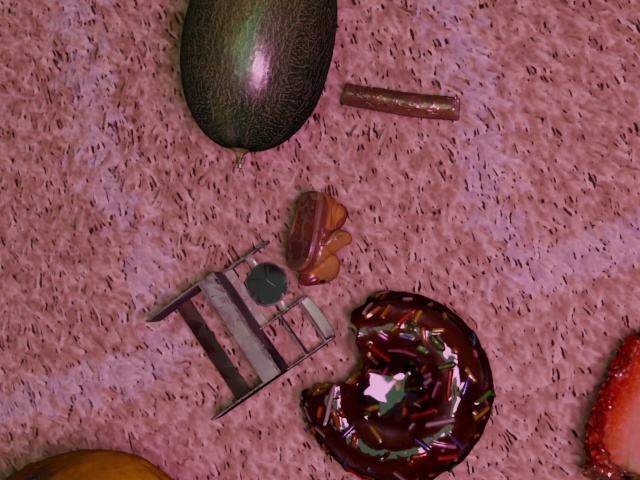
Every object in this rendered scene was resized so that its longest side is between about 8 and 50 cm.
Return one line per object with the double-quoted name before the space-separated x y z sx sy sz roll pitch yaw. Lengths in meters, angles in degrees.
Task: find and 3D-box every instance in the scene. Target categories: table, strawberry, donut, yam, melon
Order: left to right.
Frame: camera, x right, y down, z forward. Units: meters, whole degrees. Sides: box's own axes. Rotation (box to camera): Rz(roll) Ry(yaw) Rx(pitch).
"table" -0.094 0.106 1.330 0.175 0.062 0.146 -36 82 5
"melon" -0.074 -0.226 1.294 0.182 0.182 0.288 12 85 7
"donut" 0.091 0.180 1.284 0.230 0.096 0.216 -45 82 1
"yam" 0.098 -0.168 1.346 0.145 0.032 0.032 9 86 8
"strawberry" 0.375 0.211 1.267 0.167 0.087 0.208 35 63 -11

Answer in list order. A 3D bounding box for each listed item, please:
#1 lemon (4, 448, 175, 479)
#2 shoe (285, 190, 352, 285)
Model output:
"lemon" -0.264 0.358 1.236 0.310 0.253 0.253 -28 83 1
"shoe" 0.002 -0.002 1.323 0.072 0.069 0.109 -19 68 41
